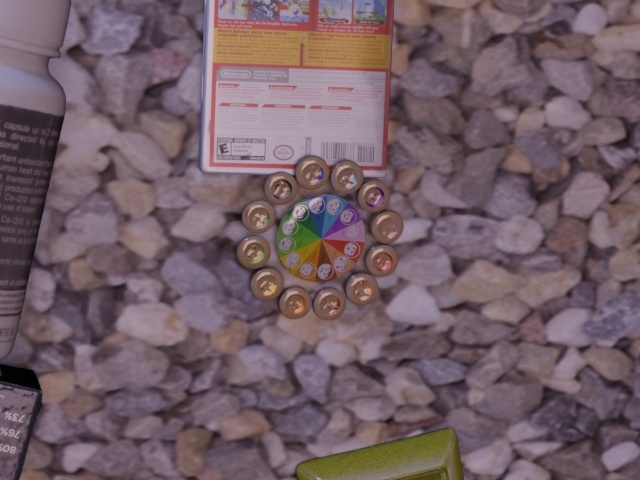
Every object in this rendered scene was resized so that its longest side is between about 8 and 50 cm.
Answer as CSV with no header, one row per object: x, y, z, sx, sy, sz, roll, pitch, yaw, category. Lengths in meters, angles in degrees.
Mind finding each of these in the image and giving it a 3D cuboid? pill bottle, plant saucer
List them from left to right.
-0.362,-0.078,1.710,0.204,0.204,0.361,12,94,-15,pill bottle
0.082,0.320,1.948,0.188,0.045,0.188,-12,100,-12,plant saucer

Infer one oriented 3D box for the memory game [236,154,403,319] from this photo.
0.000,0.000,1.893,0.186,0.012,0.186,-4,106,-13,memory game

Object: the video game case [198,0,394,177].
-0.023,-0.211,1.870,0.204,0.025,0.285,1,97,-14,video game case

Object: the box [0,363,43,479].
-0.384,0.221,1.790,0.153,0.108,0.207,16,93,-15,box
